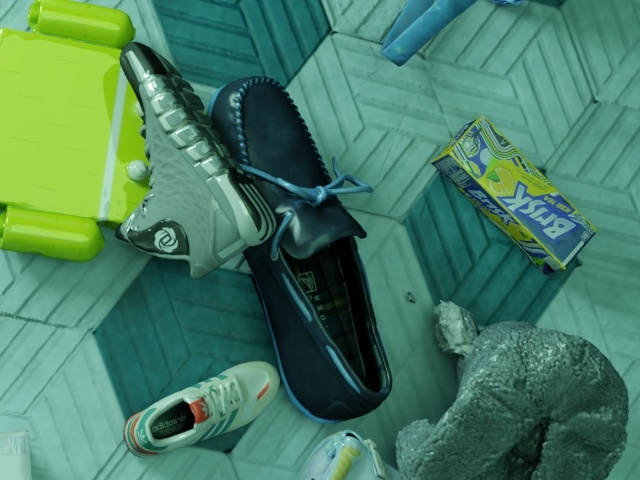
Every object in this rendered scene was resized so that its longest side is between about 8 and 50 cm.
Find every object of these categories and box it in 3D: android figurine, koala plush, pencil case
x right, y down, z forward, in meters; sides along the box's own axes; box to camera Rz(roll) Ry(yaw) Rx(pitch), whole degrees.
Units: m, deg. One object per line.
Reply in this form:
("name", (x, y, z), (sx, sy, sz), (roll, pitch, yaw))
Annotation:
("android figurine", (-0.232, -0.103, 1.679), (0.273, 0.056, 0.248), (11, 79, -13))
("koala plush", (0.190, 0.145, 1.697), (0.196, 0.221, 0.203), (25, 108, -10))
("pencil case", (0.095, 0.291, 1.690), (0.273, 0.113, 0.124), (32, 83, -11))

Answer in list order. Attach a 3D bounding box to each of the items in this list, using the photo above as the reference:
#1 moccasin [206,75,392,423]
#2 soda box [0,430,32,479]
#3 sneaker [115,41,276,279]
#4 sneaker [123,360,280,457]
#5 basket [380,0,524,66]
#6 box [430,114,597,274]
("moccasin", (0.000, 0.000, 1.690), (0.138, 0.117, 0.342), (-24, 95, -36))
("soda box", (-0.291, 0.281, 1.597), (0.069, 0.074, 0.216), (-3, 83, -17))
("sneaker", (-0.152, -0.063, 1.627), (0.132, 0.086, 0.228), (-38, 73, 14))
("sneaker", (-0.104, 0.159, 1.669), (0.161, 0.075, 0.057), (-22, 89, -18))
("basket", (0.174, -0.319, 1.726), (0.201, 0.255, 0.289), (39, 62, -11))
("box", (0.196, -0.044, 1.798), (0.169, 0.054, 0.059), (45, 73, -7))
